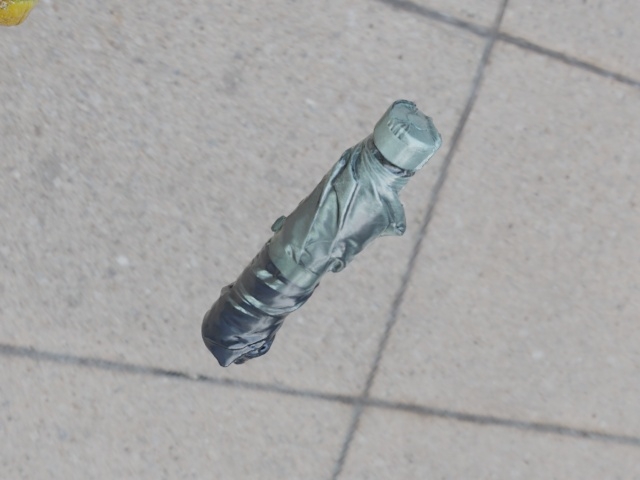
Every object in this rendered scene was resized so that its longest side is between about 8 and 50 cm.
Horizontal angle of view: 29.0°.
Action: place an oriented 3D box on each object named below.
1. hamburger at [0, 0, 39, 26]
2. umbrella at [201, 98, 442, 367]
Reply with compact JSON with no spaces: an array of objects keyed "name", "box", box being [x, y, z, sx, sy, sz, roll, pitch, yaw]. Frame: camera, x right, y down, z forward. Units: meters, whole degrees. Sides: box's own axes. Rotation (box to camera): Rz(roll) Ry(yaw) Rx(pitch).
[{"name":"hamburger","box":[-0.335,-0.285,1.149,0.182,0.191,0.118,34,107,0]},{"name":"umbrella","box":[0.000,0.000,0.660,0.050,0.046,0.188,18,129,-32]}]
